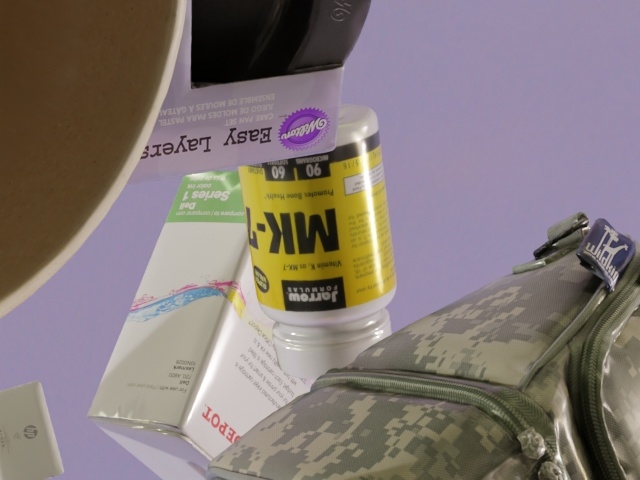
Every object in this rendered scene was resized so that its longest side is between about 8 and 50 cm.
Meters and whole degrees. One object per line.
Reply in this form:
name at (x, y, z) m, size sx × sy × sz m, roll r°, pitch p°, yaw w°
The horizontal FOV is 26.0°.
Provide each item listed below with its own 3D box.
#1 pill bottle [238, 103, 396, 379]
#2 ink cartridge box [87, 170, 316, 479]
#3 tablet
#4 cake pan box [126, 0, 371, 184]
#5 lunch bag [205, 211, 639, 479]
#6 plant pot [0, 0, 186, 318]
pill bottle at (0.000, 0.000, 1.142) m, size 0.119 × 0.119 × 0.209 m, roll -11°, pitch -74°, yaw -11°
ink cartridge box at (-0.088, 0.100, 1.360) m, size 0.117 × 0.201 × 0.278 m, roll 2°, pitch -121°, yaw 31°
tablet at (-0.250, 0.163, 1.155) m, size 0.054 × 0.006 × 0.083 m, roll -16°, pitch -107°, yaw -9°
cake pan box at (-0.103, -0.144, 0.793) m, size 0.266 × 0.246 × 0.070 m, roll -9°, pitch -134°, yaw -18°
lunch bag at (0.122, 0.171, 0.731) m, size 0.256 × 0.212 × 0.305 m, roll -33°, pitch -78°, yaw -30°
plant pot at (-0.231, -0.114, 0.508) m, size 0.274 × 0.256 × 0.256 m, roll 23°, pitch -116°, yaw 43°
